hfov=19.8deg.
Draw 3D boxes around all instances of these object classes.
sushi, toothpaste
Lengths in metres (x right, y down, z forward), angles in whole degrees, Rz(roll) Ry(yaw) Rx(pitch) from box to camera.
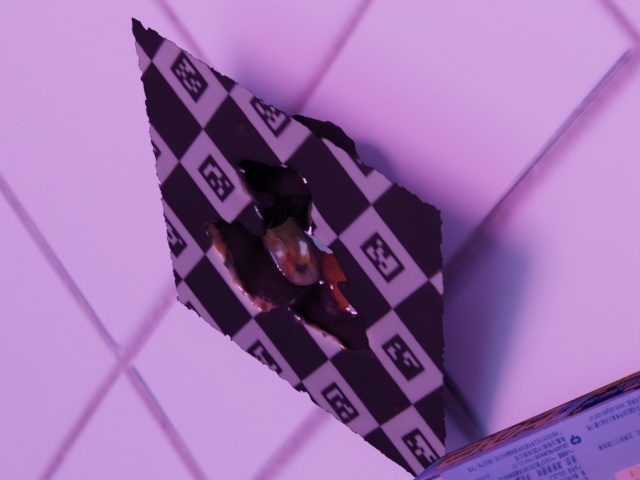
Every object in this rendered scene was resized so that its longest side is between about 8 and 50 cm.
[{"bbox_3d":[0.000,0.000,1.006,0.231,0.047,0.220,34,146,34],"label":"sushi"},{"bbox_3d":[0.131,0.099,0.901,0.193,0.070,0.044,-30,90,42],"label":"toothpaste"}]
